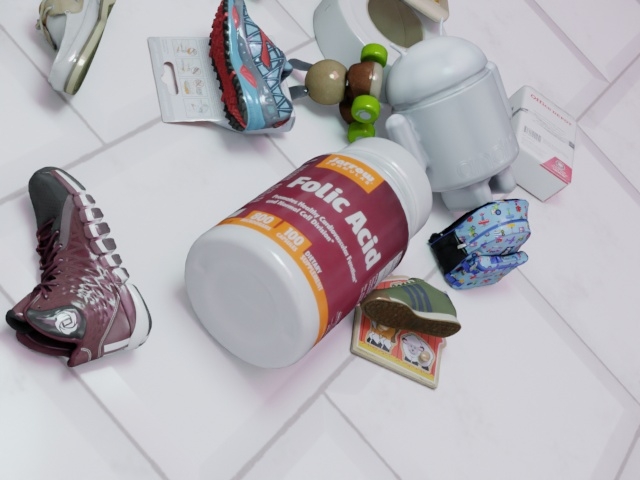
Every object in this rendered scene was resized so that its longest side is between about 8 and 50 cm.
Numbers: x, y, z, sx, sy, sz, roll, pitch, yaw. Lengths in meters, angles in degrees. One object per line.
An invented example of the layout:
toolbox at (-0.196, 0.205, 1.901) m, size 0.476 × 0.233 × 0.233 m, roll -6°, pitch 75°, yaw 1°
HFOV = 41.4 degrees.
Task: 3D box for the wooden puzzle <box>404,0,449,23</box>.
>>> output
wooden puzzle at (0.186, -0.569, 1.803) m, size 0.221 × 0.044 × 0.239 m, roll 32°, pitch 32°, yaw -11°

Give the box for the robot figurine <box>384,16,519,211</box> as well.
robot figurine at (0.247, -0.231, 1.597) m, size 0.300 × 0.199 × 0.353 m, roll -35°, pitch 109°, yaw -32°

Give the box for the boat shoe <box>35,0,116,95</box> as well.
boat shoe at (-0.394, -0.341, 1.334) m, size 0.103 × 0.113 × 0.302 m, roll 22°, pitch 40°, yaw -20°

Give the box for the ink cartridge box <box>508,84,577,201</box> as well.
ink cartridge box at (0.473, -0.217, 1.869) m, size 0.158 × 0.092 × 0.218 m, roll 33°, pitch 49°, yaw -13°

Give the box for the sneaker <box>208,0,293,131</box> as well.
sneaker at (-0.114, -0.301, 1.449) m, size 0.125 × 0.104 × 0.262 m, roll -3°, pitch 71°, yaw -28°

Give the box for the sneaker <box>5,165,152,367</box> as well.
sneaker at (-0.351, 0.038, 1.105) m, size 0.162 × 0.106 × 0.281 m, roll -25°, pitch 77°, yaw -40°

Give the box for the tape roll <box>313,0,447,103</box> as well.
tape roll at (0.129, -0.426, 1.762) m, size 0.286 × 0.100 × 0.286 m, roll 18°, pitch 53°, yaw -25°

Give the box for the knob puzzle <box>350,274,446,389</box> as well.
knob puzzle at (0.140, 0.134, 1.437) m, size 0.213 × 0.030 × 0.213 m, roll 18°, pitch 51°, yaw -24°

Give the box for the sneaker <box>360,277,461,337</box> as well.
sneaker at (0.144, 0.099, 1.404) m, size 0.192 × 0.064 × 0.086 m, roll 18°, pitch 44°, yaw -26°

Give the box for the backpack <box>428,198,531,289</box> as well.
backpack at (0.312, 0.000, 1.550) m, size 0.158 × 0.173 × 0.117 m, roll -4°, pitch 63°, yaw -38°

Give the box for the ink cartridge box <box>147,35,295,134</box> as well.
ink cartridge box at (-0.175, -0.274, 1.492) m, size 0.232 × 0.066 × 0.189 m, roll -7°, pitch 64°, yaw -15°

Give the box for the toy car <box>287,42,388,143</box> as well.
toy car at (0.021, -0.284, 1.594) m, size 0.188 × 0.149 × 0.155 m, roll 10°, pitch 61°, yaw 1°

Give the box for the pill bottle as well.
pill bottle at (0.000, 0.000, 1.293) m, size 0.224 × 0.224 × 0.392 m, roll 48°, pitch 46°, yaw 2°
